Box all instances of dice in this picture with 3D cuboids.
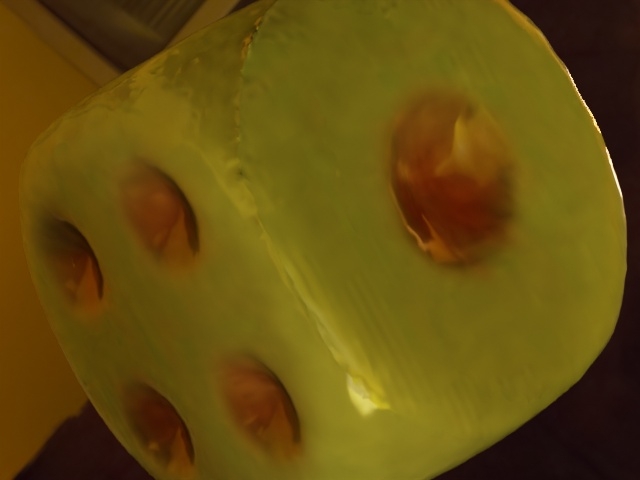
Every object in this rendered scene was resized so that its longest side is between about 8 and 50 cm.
[{"bbox_3d":[0.000,0.000,0.771,0.262,0.265,0.268,-23,96,52],"label":"dice"}]
